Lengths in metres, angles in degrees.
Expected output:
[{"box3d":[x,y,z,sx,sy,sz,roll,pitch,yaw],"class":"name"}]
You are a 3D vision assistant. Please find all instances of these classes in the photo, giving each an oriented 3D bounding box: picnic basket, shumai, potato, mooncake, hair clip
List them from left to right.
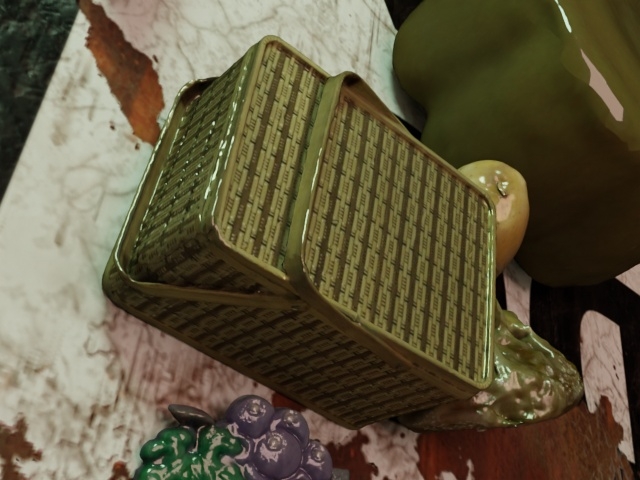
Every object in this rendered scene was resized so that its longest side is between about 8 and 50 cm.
[{"box3d":[-0.060,0.188,0.645,0.195,0.052,0.124,13,65,-32],"class":"hair clip"},{"box3d":[0.000,0.000,0.700,0.313,0.175,0.228,33,49,-27],"class":"picnic basket"},{"box3d":[0.166,-0.010,0.881,0.109,0.178,0.118,2,55,-5],"class":"potato"},{"box3d":[0.162,0.116,0.814,0.209,0.161,0.153,-7,77,-28],"class":"shumai"},{"box3d":[0.323,-0.183,1.062,0.467,0.262,0.467,24,51,-34],"class":"mooncake"}]
